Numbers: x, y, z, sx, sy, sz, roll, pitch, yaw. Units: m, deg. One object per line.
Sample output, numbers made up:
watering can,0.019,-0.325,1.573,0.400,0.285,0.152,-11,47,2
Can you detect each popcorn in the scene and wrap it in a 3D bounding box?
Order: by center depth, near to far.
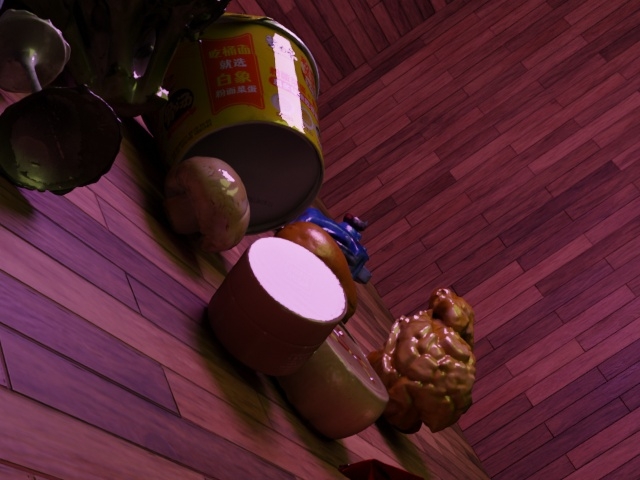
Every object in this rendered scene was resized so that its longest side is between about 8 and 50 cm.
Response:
popcorn,0.218,0.253,1.790,0.225,0.332,0.265,25,-32,11

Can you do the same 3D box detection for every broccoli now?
broccoli,-0.270,-0.310,1.167,0.304,0.321,0.284,158,-67,-80

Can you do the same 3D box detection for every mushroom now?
mushroom,-0.159,-0.049,1.209,0.148,0.112,0.148,54,-21,32

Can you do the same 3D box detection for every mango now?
mango,-0.011,0.065,1.669,0.236,0.136,0.166,58,1,-24

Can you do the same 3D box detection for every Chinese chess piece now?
Chinese chess piece,-0.005,0.173,1.294,0.250,0.103,0.250,53,6,-8

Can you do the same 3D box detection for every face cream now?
face cream,-0.054,0.082,1.106,0.149,0.104,0.149,28,30,-18

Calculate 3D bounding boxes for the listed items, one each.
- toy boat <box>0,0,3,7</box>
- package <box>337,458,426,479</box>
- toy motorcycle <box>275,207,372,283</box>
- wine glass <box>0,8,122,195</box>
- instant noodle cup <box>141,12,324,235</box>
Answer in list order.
toy boat,-0.367,-0.294,0.798,0.215,0.123,0.330,47,10,-21
package,0.164,0.448,1.027,0.196,0.123,0.424,52,8,-49
toy motorcycle,-0.010,0.022,1.957,0.319,0.241,0.182,55,42,-72
wine glass,-0.270,-0.142,0.852,0.122,0.122,0.183,49,7,-48
instant noodle cup,-0.127,-0.167,1.366,0.311,0.311,0.221,49,17,-45
